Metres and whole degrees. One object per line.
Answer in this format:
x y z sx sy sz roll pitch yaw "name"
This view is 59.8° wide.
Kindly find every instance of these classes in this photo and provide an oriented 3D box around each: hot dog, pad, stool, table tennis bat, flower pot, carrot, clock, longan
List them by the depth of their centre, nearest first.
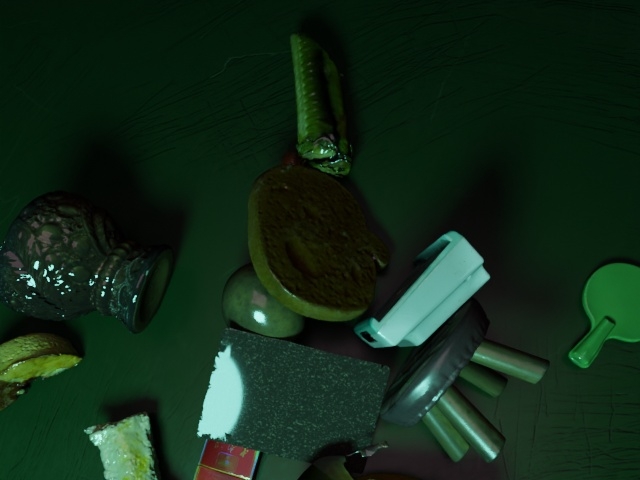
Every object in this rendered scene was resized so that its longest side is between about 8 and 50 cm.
0.248 0.254 0.993 0.178 0.272 0.272 38 78 7 "stool"
0.122 0.487 1.002 0.326 0.107 0.194 23 64 23 "hot dog"
0.184 0.116 1.046 0.116 0.262 0.231 43 79 7 "clock"
-0.049 0.305 1.055 0.330 0.004 0.220 15 92 -4 "pad"
0.584 0.153 1.114 0.160 0.039 0.257 41 73 17 "table tennis bat"
-0.113 0.134 1.115 0.187 0.167 0.167 42 79 9 "longan"
-0.462 0.059 1.140 0.267 0.266 0.266 20 73 1 "flower pot"
-0.068 -0.119 1.261 0.060 0.060 0.186 -3 70 4 "carrot"

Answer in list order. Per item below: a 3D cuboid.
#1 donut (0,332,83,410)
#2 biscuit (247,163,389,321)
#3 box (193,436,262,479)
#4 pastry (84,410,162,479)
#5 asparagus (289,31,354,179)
-0.620 0.258 1.145 0.217 0.141 0.085 -29 63 -10 "donut"
-0.001 0.001 1.143 0.314 0.063 0.367 14 48 -27 "biscuit"
-0.171 0.413 1.082 0.112 0.048 0.175 12 72 9 "box"
-0.349 0.456 1.062 0.121 0.089 0.258 -25 71 -7 "pastry"
-0.002 -0.326 1.305 0.128 0.108 0.382 -7 69 2 "asparagus"
